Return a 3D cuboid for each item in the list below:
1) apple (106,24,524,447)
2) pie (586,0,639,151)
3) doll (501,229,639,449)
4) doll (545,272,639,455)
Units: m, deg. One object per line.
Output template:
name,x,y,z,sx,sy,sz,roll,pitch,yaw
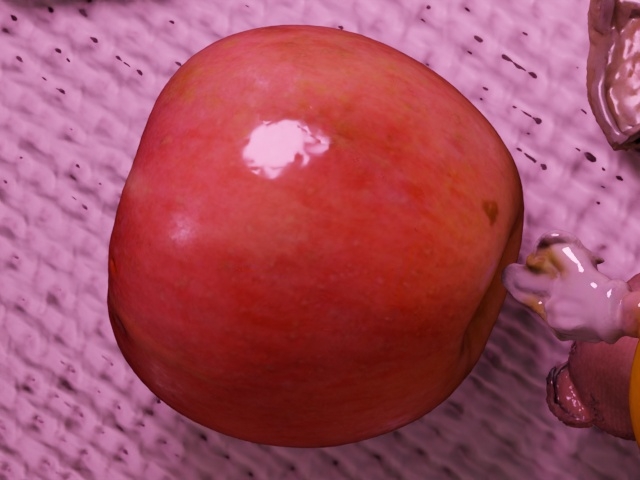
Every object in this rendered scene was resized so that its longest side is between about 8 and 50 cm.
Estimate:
apple,0.000,0.000,1.371,0.364,0.364,0.364,0,89,18
pie,0.388,-0.188,1.389,0.338,0.075,0.337,-2,83,17
doll,0.303,0.138,1.194,0.348,0.161,0.423,-7,96,37
doll,0.346,0.151,1.343,0.201,0.156,0.303,-49,63,7
